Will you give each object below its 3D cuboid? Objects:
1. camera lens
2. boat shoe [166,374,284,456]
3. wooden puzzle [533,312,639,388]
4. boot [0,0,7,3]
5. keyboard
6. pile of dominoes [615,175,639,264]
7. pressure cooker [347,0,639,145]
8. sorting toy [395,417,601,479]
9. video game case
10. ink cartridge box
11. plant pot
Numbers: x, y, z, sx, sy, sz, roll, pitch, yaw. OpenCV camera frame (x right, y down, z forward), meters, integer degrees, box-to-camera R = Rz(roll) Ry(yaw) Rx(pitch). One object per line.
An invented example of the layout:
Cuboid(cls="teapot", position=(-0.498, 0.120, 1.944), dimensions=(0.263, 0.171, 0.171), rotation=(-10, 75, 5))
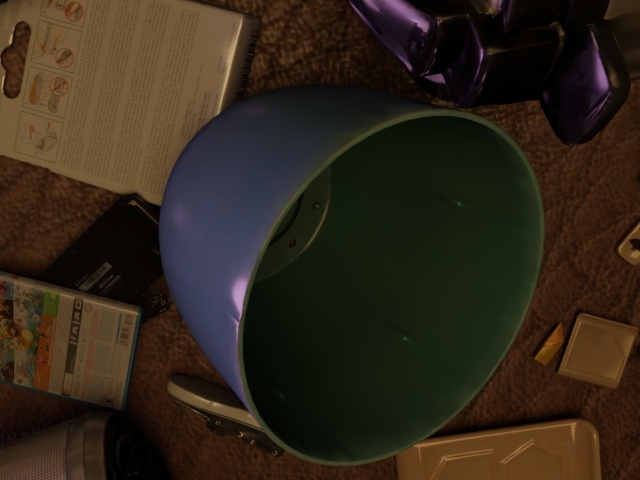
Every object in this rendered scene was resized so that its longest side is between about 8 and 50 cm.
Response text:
Cuboid(cls="camera lens", position=(-0.271, 0.295, 0.912), dimensions=(0.274, 0.219, 0.219), rotation=(-20, 103, 0))
Cuboid(cls="boat shoe", position=(-0.091, 0.177, 0.989), dimensions=(0.142, 0.049, 0.040), rotation=(24, 100, -11))
Cuboid(cls="wooden puzzle", position=(0.284, 0.113, 1.021), dimensions=(0.116, 0.014, 0.078), rotation=(22, 104, -8))
Cuboid(cls="boot", position=(-0.403, -0.259, 0.818), dimensions=(0.260, 0.348, 0.131), rotation=(-12, 106, -45))
Cuboid(cls="keyboard", position=(-0.199, 0.043, 0.940), dimensions=(0.180, 0.023, 0.108), rotation=(-40, 105, 22))
Cuboid(cls="pile of dominoes", position=(0.442, -0.034, 0.987), dimensions=(0.251, 0.040, 0.195), rotation=(18, 100, -7))
Cuboid(cls="pressure cooker", position=(0.180, -0.293, 0.699), dimensions=(0.421, 0.370, 0.375), rotation=(-13, 120, -12))
Cuboid(cls="sorting toy", position=(0.189, 0.285, 1.043), dimensions=(0.208, 0.038, 0.192), rotation=(-6, 103, 2))
Cuboid(cls="video game case", position=(-0.260, 0.096, 0.951), dimensions=(0.166, 0.015, 0.119), rotation=(14, 116, -1))
Cuboid(cls="ink cartridge box", position=(-0.189, -0.145, 0.921), dimensions=(0.232, 0.066, 0.189), rotation=(17, 101, 13))
Cuboid(cls="plant pot", position=(0.000, 0.000, 0.833), dimensions=(0.293, 0.235, 0.292), rotation=(-17, 121, -30))
